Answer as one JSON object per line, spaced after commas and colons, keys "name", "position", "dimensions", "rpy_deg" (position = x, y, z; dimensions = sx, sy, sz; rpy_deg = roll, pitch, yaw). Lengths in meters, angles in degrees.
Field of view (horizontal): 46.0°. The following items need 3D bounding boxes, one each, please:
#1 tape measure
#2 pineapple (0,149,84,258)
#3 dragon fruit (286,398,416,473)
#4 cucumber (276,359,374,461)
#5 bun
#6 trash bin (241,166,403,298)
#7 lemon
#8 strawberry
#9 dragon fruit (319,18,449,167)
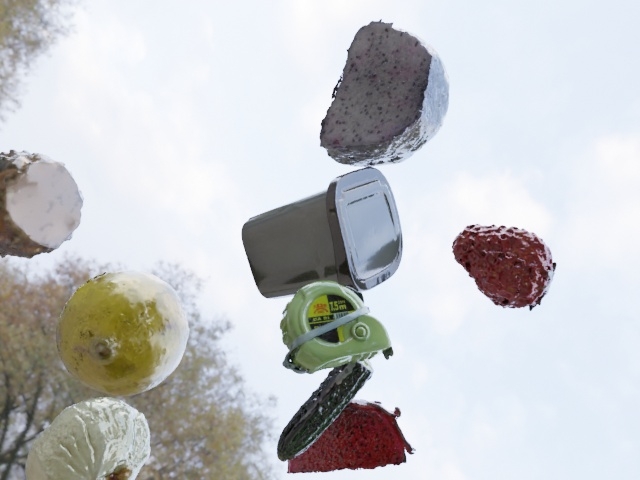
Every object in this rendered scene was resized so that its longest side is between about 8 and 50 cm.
{"name": "tape measure", "position": [0.011, 0.143, 1.240], "dimensions": [0.087, 0.178, 0.154], "rpy_deg": [127, -52, -61]}
{"name": "pineapple", "position": [-0.465, -0.048, 1.020], "dimensions": [0.310, 0.170, 0.141], "rpy_deg": [2, -76, 38]}
{"name": "dragon fruit", "position": [0.053, 0.379, 1.559], "dimensions": [0.126, 0.274, 0.161], "rpy_deg": [-125, -146, -74]}
{"name": "cucumber", "position": [0.009, 0.315, 1.451], "dimensions": [0.077, 0.265, 0.077], "rpy_deg": [40, -8, 7]}
{"name": "bun", "position": [-0.382, 0.381, 1.292], "dimensions": [0.134, 0.220, 0.220], "rpy_deg": [30, -50, 38]}
{"name": "trash bin", "position": [0.000, 0.000, 1.446], "dimensions": [0.250, 0.220, 0.219], "rpy_deg": [-14, -87, 34]}
{"name": "lemon", "position": [-0.401, 0.187, 1.534], "dimensions": [0.310, 0.258, 0.257], "rpy_deg": [-34, 104, -82]}
{"name": "strawberry", "position": [0.377, 0.058, 1.625], "dimensions": [0.237, 0.111, 0.190], "rpy_deg": [29, -58, 24]}
{"name": "dragon fruit", "position": [0.154, -0.270, 1.517], "dimensions": [0.221, 0.204, 0.282], "rpy_deg": [13, -97, 34]}
